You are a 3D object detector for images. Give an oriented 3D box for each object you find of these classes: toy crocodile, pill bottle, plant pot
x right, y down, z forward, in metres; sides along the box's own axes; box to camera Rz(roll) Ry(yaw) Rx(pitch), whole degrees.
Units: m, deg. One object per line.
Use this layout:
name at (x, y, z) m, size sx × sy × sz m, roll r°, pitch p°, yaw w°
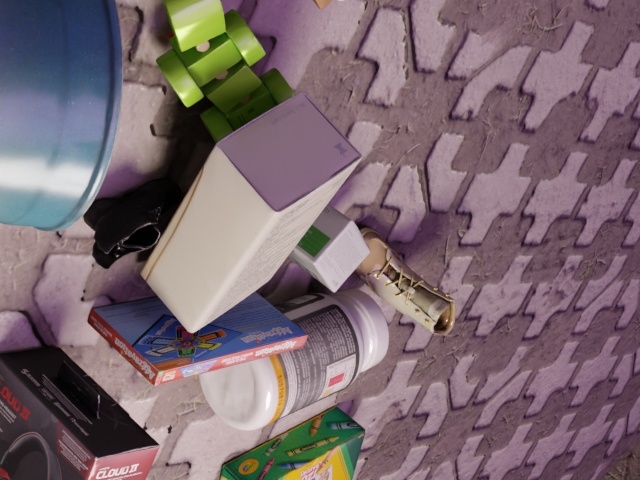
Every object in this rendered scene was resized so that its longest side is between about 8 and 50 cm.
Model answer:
toy crocodile at (-0.113, -0.196, 1.500) m, size 0.115 × 0.105 × 0.340 m, roll -34°, pitch 150°, yaw 1°
pill bottle at (-0.035, 0.170, 1.892) m, size 0.278 × 0.162 × 0.162 m, roll -18°, pitch 134°, yaw -43°
plant pot at (-0.348, -0.146, 1.098) m, size 0.255 × 0.271 × 0.272 m, roll 1°, pitch 121°, yaw -37°

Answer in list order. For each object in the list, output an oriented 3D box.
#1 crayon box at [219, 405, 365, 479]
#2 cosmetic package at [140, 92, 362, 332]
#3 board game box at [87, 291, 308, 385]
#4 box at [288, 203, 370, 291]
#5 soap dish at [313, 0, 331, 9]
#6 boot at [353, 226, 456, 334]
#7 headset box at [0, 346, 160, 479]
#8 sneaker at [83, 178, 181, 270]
crayon box at (-0.056, 0.419, 2.184) m, size 0.278 × 0.081 × 0.165 m, roll -22°, pitch 137°, yaw -41°
cosmetic package at (-0.092, -0.027, 1.550) m, size 0.160 × 0.113 × 0.309 m, roll -35°, pitch 168°, yaw -39°
board game box at (-0.160, 0.120, 1.694) m, size 0.281 × 0.145 × 0.027 m, roll -9°, pitch 127°, yaw -49°
box at (0.000, 0.000, 1.828) m, size 0.087 × 0.101 × 0.102 m, roll -48°, pitch 148°, yaw -10°
soap dish at (0.013, -0.434, 1.405) m, size 0.229 × 0.118 × 0.291 m, roll -49°, pitch 148°, yaw -8°
boot at (0.131, 0.069, 2.006) m, size 0.077 × 0.165 × 0.213 m, roll -50°, pitch 150°, yaw -7°
headset box at (-0.339, 0.289, 1.554) m, size 0.110 × 0.218 × 0.293 m, roll -1°, pitch 123°, yaw -52°
sneaker at (-0.219, -0.021, 1.531) m, size 0.170 × 0.089 × 0.051 m, roll -21°, pitch 136°, yaw -41°
